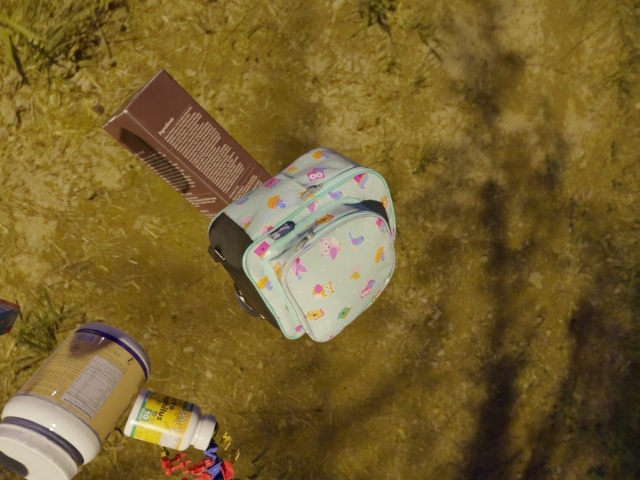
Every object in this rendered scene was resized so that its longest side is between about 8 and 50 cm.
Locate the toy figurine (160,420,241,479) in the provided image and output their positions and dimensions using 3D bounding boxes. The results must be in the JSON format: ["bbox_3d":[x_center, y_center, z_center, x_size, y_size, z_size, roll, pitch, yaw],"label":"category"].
[{"bbox_3d":[-0.317,0.665,1.252,0.191,0.362,0.217,-19,96,-26],"label":"toy figurine"}]

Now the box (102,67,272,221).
[{"bbox_3d":[-0.293,-0.191,1.060,0.381,0.191,0.143,43,66,-32],"label":"box"}]

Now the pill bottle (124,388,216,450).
[{"bbox_3d":[-0.385,0.473,1.169,0.208,0.117,0.118,21,80,-10],"label":"pill bottle"}]

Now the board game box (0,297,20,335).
[{"bbox_3d":[-0.991,0.169,1.130,0.308,0.302,0.086,25,86,-11],"label":"board game box"}]

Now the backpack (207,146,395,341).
[{"bbox_3d":[0.000,0.000,0.487,0.188,0.144,0.166,-45,136,-22],"label":"backpack"}]

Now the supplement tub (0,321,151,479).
[{"bbox_3d":[-0.610,0.398,1.122,0.241,0.241,0.331,58,31,-25],"label":"supplement tub"}]

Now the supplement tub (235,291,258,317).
[{"bbox_3d":[-0.189,0.134,1.695,0.228,0.316,0.228,14,49,-17],"label":"supplement tub"}]
